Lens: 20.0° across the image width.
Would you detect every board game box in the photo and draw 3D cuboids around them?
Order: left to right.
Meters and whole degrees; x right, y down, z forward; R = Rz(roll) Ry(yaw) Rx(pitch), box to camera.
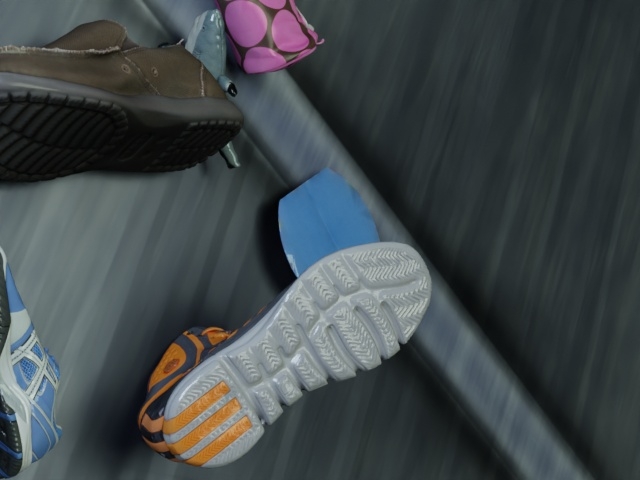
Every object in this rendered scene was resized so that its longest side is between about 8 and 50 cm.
[{"bbox_3d":[0.000,0.000,1.999,0.169,0.033,0.133,-38,104,-51],"label":"board game box"}]

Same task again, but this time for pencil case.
[{"bbox_3d":[-0.075,-0.284,1.944,0.098,0.095,0.209,-25,102,-16],"label":"pencil case"}]

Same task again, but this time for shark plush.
[{"bbox_3d":[-0.115,-0.155,1.881,0.073,0.067,0.161,5,77,-48],"label":"shark plush"}]

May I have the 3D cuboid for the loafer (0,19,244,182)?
[{"bbox_3d":[-0.229,-0.139,1.729,0.366,0.134,0.130,3,55,-57],"label":"loafer"}]

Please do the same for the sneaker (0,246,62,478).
[{"bbox_3d":[-0.285,0.103,1.630,0.081,0.080,0.211,-17,103,-55],"label":"sneaker"}]

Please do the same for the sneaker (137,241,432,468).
[{"bbox_3d":[-0.051,0.097,1.784,0.321,0.180,0.124,-31,104,-20],"label":"sneaker"}]
